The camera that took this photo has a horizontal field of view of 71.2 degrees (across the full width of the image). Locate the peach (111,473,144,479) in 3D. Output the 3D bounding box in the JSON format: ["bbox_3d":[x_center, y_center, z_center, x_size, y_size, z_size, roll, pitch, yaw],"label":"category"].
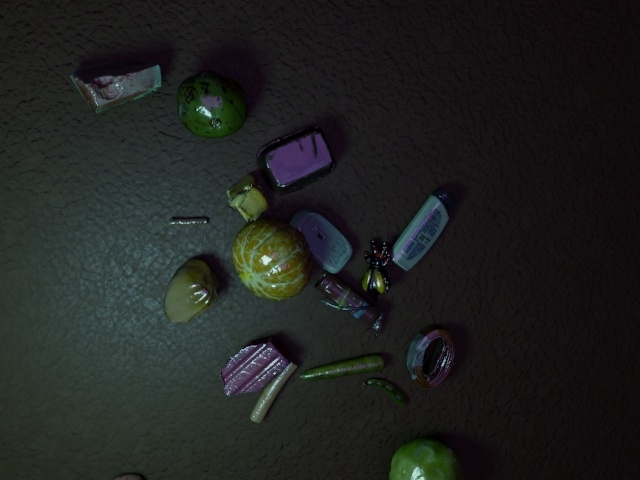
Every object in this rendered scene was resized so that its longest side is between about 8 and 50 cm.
[{"bbox_3d":[-0.777,1.018,1.772,0.152,0.152,0.151,-1,97,-8],"label":"peach"}]

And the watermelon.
[{"bbox_3d":[-0.709,-0.532,1.573,0.319,0.226,0.148,-5,125,4],"label":"watermelon"}]

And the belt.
[{"bbox_3d":[0.470,0.492,1.911,0.184,0.105,0.261,25,93,-8],"label":"belt"}]

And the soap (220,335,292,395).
[{"bbox_3d":[-0.275,0.509,1.788,0.289,0.112,0.182,-43,88,4],"label":"soap"}]

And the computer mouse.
[{"bbox_3d":[-0.003,0.000,1.787,0.288,0.097,0.159,44,69,-18],"label":"computer mouse"}]

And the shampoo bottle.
[{"bbox_3d":[0.430,-0.042,1.856,0.134,0.078,0.359,36,90,-16],"label":"shampoo bottle"}]

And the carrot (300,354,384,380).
[{"bbox_3d":[0.092,0.539,1.881,0.359,0.074,0.074,-8,98,-5],"label":"carrot"}]

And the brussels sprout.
[{"bbox_3d":[0.446,0.999,1.884,0.345,0.268,0.343,-3,104,-11],"label":"brussels sprout"}]

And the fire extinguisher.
[{"bbox_3d":[0.127,0.267,1.838,0.341,0.105,0.141,39,106,-10],"label":"fire extinguisher"}]

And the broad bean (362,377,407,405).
[{"bbox_3d":[0.285,0.648,1.936,0.227,0.039,0.069,27,86,-9],"label":"broad bean"}]

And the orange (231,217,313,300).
[{"bbox_3d":[-0.178,0.066,1.667,0.249,0.329,0.329,-39,103,-41],"label":"orange"}]

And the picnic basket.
[{"bbox_3d":[-0.089,-0.307,1.723,0.297,0.129,0.222,-25,101,-4],"label":"picnic basket"}]

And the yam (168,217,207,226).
[{"bbox_3d":[-0.515,-0.071,1.738,0.146,0.032,0.032,-2,97,-9],"label":"yam"}]

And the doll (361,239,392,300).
[{"bbox_3d":[0.226,0.124,1.826,0.088,0.127,0.248,8,92,-28],"label":"doll"}]

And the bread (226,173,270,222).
[{"bbox_3d":[-0.274,-0.154,1.698,0.140,0.160,0.169,-36,100,-3],"label":"bread"}]

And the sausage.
[{"bbox_3d":[-0.197,0.621,1.852,0.066,0.066,0.301,33,89,-10],"label":"sausage"}]

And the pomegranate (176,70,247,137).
[{"bbox_3d":[-0.390,-0.495,1.614,0.255,0.270,0.254,-10,134,-10],"label":"pomegranate"}]

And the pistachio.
[{"bbox_3d":[-0.511,0.198,1.717,0.261,0.163,0.212,-34,61,16],"label":"pistachio"}]
